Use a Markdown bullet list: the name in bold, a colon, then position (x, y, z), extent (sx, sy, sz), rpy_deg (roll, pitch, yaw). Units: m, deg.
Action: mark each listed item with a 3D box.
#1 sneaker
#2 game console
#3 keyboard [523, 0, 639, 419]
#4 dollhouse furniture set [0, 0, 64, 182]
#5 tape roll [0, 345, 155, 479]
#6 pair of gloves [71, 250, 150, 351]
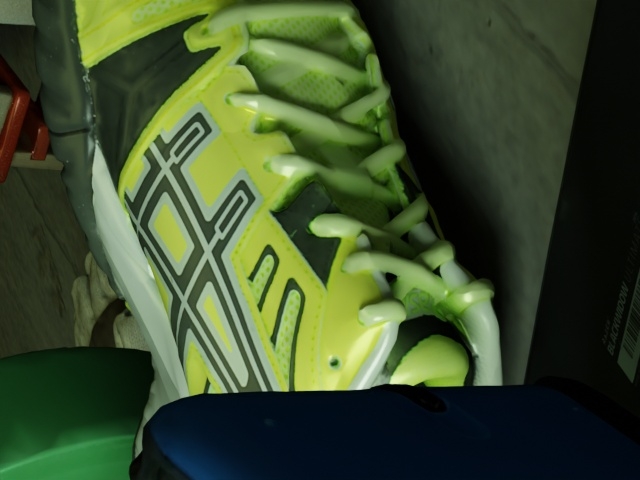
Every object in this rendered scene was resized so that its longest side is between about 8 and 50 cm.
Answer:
- **sneaker**: position (0.000, 0.000, 0.690), extent (0.147, 0.145, 0.385), rpy_deg (-12, 90, 48)
- **game console**: position (0.103, 0.174, 0.436), extent (0.293, 0.250, 0.173), rpy_deg (34, 111, 39)
- **keyboard**: position (0.124, 0.043, 0.538), extent (0.201, 0.033, 0.317), rpy_deg (-121, 25, -43)
- **dollhouse furniture set**: position (-0.156, -0.167, 0.945), extent (0.262, 0.135, 0.259), rpy_deg (48, 127, 47)
- **tape roll**: position (-0.125, 0.204, 0.843), extent (0.077, 0.321, 0.321), rpy_deg (45, 144, 49)
- **pair of gloves**: position (-0.086, 0.053, 1.021), extent (0.240, 0.042, 0.204), rpy_deg (107, 146, -45)
